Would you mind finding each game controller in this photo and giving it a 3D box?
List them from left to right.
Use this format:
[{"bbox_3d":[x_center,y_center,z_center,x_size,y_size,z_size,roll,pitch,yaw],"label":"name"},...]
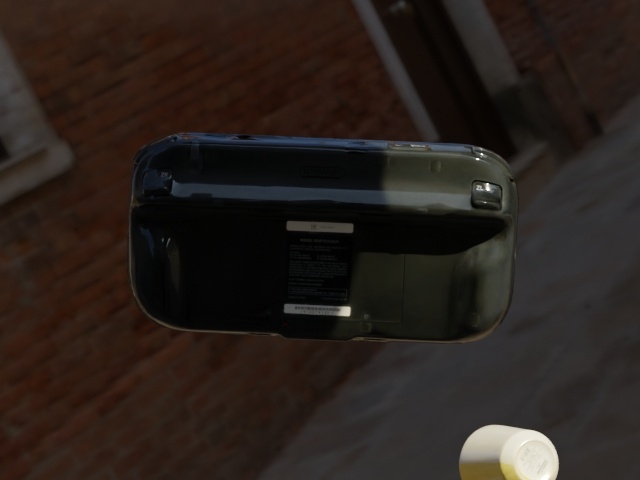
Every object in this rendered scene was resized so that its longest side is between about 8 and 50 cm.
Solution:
[{"bbox_3d":[0.000,0.000,1.312,0.319,0.166,0.067,3,19,3],"label":"game controller"}]

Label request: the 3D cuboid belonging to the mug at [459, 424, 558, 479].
[{"bbox_3d":[0.145,0.173,1.188,0.062,0.078,0.064,-6,-8,-22],"label":"mug"}]
